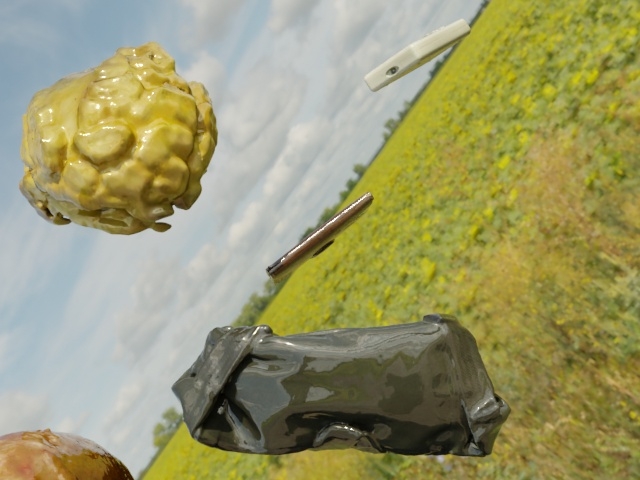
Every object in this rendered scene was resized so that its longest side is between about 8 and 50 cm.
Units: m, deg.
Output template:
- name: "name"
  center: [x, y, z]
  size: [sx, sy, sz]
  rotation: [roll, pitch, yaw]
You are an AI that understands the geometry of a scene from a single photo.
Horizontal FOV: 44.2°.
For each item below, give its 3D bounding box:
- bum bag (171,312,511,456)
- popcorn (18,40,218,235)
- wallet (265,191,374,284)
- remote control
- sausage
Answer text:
- name: "bum bag"
  center: [0.017, 0.138, 0.762]
  size: [0.080, 0.327, 0.142]
  rotation: [-21, -69, -86]
- name: "popcorn"
  center: [-0.222, -0.110, 0.884]
  size: [0.250, 0.190, 0.250]
  rotation: [-19, 31, 12]
- name: "wallet"
  center: [0.000, 0.000, 1.103]
  size: [0.176, 0.026, 0.095]
  rotation: [-39, -6, -8]
- name: "remote control"
  center: [0.132, -0.246, 1.033]
  size: [0.088, 0.029, 0.190]
  rotation: [-28, 6, 40]
- name: "sausage"
  center: [-0.127, 0.183, 0.427]
  size: [0.302, 0.076, 0.102]
  rotation: [89, -179, -46]
